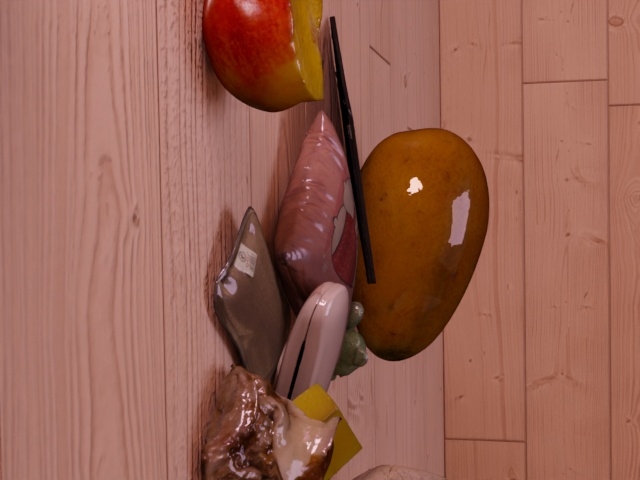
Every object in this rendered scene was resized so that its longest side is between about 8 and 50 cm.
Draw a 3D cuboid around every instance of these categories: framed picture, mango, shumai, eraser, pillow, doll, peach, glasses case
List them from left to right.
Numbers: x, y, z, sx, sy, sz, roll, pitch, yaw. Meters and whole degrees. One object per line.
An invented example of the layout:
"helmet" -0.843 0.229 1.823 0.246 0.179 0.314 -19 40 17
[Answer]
"pillow" -0.065 0.074 0.983 0.218 0.033 0.130 76 26 -50
"peach" -0.052 -0.187 0.877 0.151 0.118 0.151 -15 -106 63
"shumai" -0.041 0.186 0.902 0.145 0.116 0.146 -1 90 -76
"eraser" -0.013 0.223 1.046 0.045 0.097 0.122 44 -12 36
"glasses case" -0.013 0.140 1.072 0.081 0.051 0.204 -34 143 -64
"pillow" 0.000 0.000 1.160 0.223 0.084 0.236 72 20 -50
"doll" 0.015 0.110 1.289 0.115 0.077 0.150 -44 -135 53
"framed picture" 0.042 -0.135 1.332 0.339 0.014 0.255 -96 177 -58
"mango" 0.149 0.008 1.536 0.264 0.221 0.378 52 49 -76

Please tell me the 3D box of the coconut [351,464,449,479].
"coconut" 0.103 0.439 1.307 0.227 0.227 0.231 74 21 -50
